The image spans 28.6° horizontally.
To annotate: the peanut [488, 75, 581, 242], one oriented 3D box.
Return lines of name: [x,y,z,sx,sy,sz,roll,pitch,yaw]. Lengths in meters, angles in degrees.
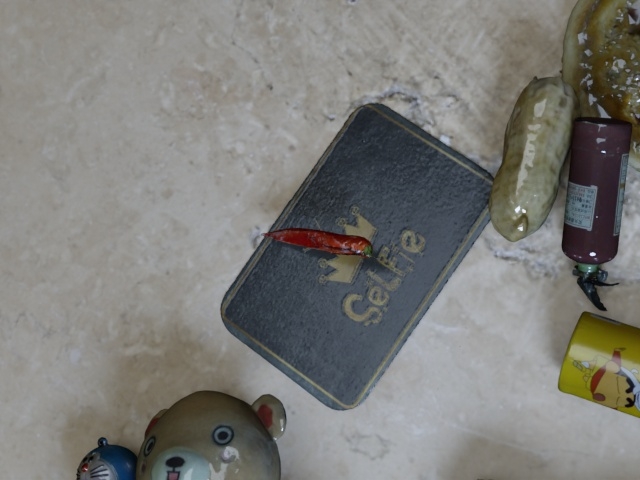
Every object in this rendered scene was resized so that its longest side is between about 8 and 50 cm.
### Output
peanut: [0.269,-0.101,1.576,0.099,0.099,0.214,12,88,17]

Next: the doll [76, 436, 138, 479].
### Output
doll: [-0.274,0.335,1.659,0.114,0.085,0.152,-13,88,36]

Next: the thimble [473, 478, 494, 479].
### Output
thimble: [0.231,0.382,1.487,0.190,0.137,0.144,28,89,29]

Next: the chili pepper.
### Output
chili pepper: [0.000,0.000,1.624,0.178,0.045,0.027,8,86,32]

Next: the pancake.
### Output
pancake: [0.472,-0.227,1.559,0.356,0.065,0.356,-3,81,19]

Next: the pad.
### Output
pad: [0.067,0.032,1.627,0.315,0.063,0.375,34,91,17]

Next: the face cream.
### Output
face cream: [0.461,0.185,1.473,0.348,0.105,0.105,18,86,17]

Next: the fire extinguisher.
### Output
fire extinguisher: [0.341,-0.032,1.533,0.071,0.099,0.231,0,100,-22]

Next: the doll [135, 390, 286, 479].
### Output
doll: [-0.140,0.350,1.557,0.235,0.174,0.330,-13,61,30]
